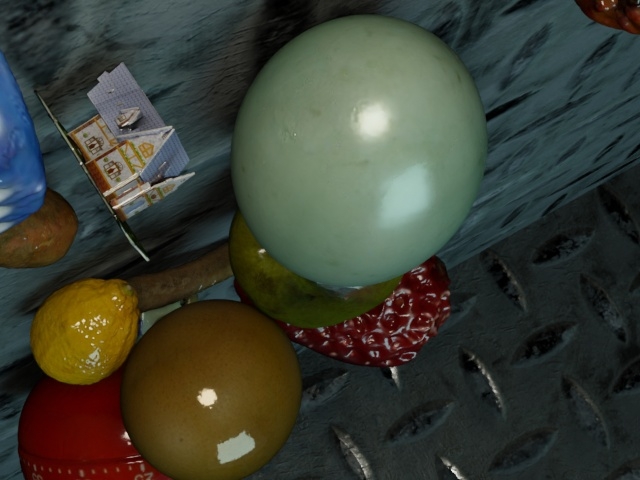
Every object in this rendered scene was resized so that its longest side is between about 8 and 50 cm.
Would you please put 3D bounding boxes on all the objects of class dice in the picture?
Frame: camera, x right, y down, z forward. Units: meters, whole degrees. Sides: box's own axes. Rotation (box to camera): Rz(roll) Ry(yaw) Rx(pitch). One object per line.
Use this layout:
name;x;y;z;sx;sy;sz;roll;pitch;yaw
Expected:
dice;-0.292;-0.072;0.792;0.146;0.146;0.143;-23;169;-19

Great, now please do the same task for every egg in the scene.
egg;-0.150;0.207;1.526;0.250;0.250;0.322;-34;-173;12
egg;0.039;-0.092;1.192;0.276;0.276;0.389;-27;167;-21

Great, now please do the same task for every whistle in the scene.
whistle;-0.269;0.138;1.750;0.110;0.092;0.244;-15;-176;-34

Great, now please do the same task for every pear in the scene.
pear;0.000;0.000;1.538;0.269;0.269;0.321;-34;171;15

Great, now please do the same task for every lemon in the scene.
lemon;-0.325;0.125;1.510;0.187;0.142;0.142;-44;164;21

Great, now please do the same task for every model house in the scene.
model house;-0.176;-0.081;0.994;0.088;0.167;0.117;-33;164;-6

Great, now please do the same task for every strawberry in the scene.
strawberry;0.029;0.057;1.847;0.345;0.317;0.295;5;151;-26

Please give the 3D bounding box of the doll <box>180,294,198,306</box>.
doll;-0.258;0.109;1.898;0.093;0.051;0.061;16;141;-33

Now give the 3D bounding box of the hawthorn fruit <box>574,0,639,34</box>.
hawthorn fruit;0.375;-0.352;1.181;0.261;0.224;0.224;-54;179;-27

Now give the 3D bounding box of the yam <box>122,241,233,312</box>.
yam;-0.238;0.068;1.692;0.300;0.066;0.066;-21;165;-40

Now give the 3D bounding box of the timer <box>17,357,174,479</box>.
timer;-0.328;0.323;1.858;0.378;0.279;0.378;-6;-170;1

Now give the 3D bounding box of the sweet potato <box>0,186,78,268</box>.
sweet potato;-0.319;-0.023;1.044;0.097;0.097;0.292;-32;167;5
